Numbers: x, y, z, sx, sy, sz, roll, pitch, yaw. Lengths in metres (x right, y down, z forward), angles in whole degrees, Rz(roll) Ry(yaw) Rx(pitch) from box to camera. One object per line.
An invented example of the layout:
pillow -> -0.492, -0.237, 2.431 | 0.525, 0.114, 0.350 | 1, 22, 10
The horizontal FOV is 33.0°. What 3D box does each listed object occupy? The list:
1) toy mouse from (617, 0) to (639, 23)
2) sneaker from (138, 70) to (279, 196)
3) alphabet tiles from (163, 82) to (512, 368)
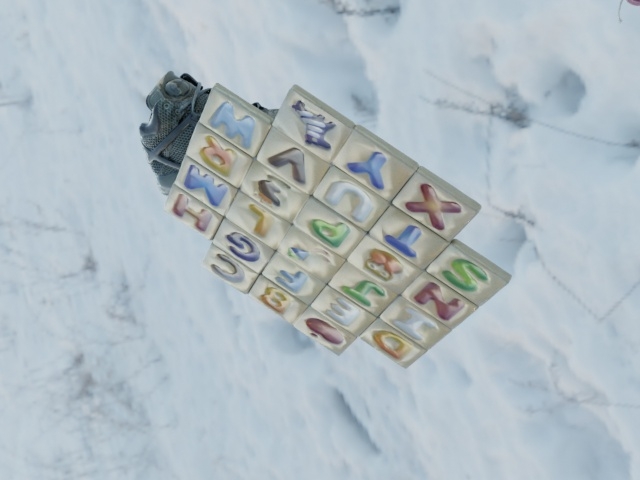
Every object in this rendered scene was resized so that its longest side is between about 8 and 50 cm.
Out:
toy mouse -> 0.332, -0.294, 1.095 | 0.161, 0.143, 0.031 | 70, -170, -47
sneaker -> -0.111, -0.132, 1.208 | 0.227, 0.087, 0.130 | -10, 120, 30
alphabet tiles -> 0.000, 0.000, 0.959 | 0.285, 0.011, 0.342 | 33, 150, -2
